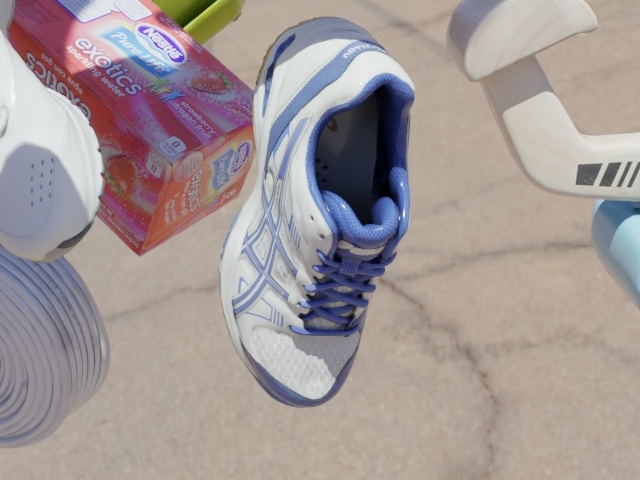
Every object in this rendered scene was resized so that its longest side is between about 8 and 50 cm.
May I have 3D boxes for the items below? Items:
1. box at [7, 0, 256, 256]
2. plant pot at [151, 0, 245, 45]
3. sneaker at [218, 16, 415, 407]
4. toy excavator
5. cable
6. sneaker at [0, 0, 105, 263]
[{"bbox_3d":[-0.216,-0.152,1.196,0.300,0.142,0.154,42,47,15],"label":"box"},{"bbox_3d":[-0.223,-0.365,1.614,0.228,0.207,0.227,-36,21,21],"label":"plant pot"},{"bbox_3d":[0.000,0.000,0.819,0.112,0.296,0.131,-6,24,-21],"label":"sneaker"},{"bbox_3d":[0.343,-0.049,1.180,0.445,0.433,0.222,-4,26,-9],"label":"toy excavator"},{"bbox_3d":[-0.330,0.082,1.124,0.257,0.257,0.089,7,31,19],"label":"cable"},{"bbox_3d":[-0.253,-0.113,0.810,0.111,0.297,0.129,-35,-17,9],"label":"sneaker"}]
